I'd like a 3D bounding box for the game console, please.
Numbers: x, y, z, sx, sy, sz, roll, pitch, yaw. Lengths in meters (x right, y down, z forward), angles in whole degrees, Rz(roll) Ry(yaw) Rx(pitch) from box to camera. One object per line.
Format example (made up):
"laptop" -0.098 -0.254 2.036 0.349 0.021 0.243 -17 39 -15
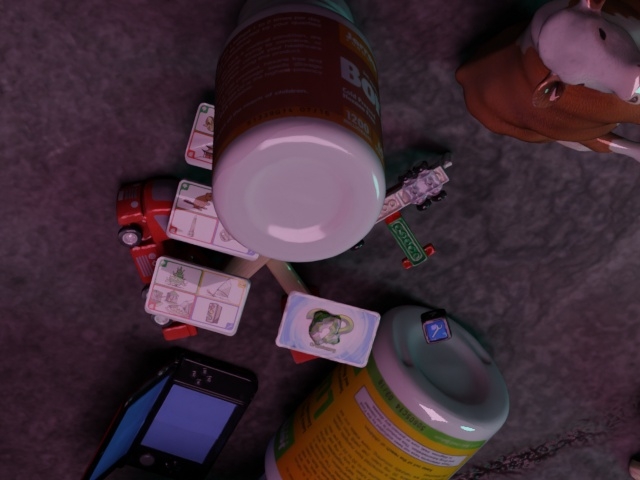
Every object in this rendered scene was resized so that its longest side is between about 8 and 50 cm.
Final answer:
"game console" -0.135 0.174 1.705 0.124 0.085 0.144 20 126 -16

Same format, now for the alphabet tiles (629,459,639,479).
"alphabet tiles" 0.410 0.257 1.712 0.284 0.021 0.278 40 162 -28

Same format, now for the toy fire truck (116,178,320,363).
"toy fire truck" -0.080 0.025 1.610 0.135 0.047 0.192 -13 126 7

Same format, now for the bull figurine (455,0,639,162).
"bull figurine" 0.203 -0.116 1.380 0.188 0.310 0.101 17 87 -14

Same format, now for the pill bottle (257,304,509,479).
"pill bottle" 0.038 0.181 1.681 0.136 0.136 0.245 28 123 -21

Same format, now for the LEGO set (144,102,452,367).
"LEGO set" 0.000 0.000 1.562 0.244 0.060 0.182 15 108 -3

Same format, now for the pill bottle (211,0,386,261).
"pill bottle" -0.017 -0.094 1.409 0.121 0.216 0.121 -1 129 -1
